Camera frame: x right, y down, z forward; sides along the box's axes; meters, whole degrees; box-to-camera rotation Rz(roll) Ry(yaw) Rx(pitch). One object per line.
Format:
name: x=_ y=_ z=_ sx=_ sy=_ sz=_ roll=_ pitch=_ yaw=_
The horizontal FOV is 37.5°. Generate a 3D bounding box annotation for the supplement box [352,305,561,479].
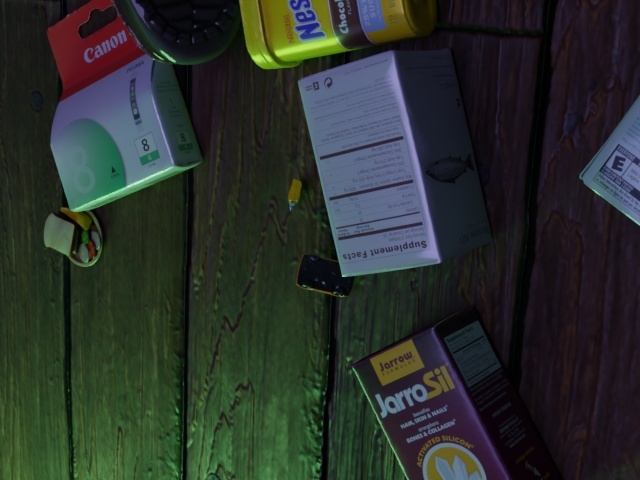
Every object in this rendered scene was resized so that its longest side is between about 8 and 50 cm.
supplement box: x=0.125 y=0.170 z=0.858 sx=0.104 sy=0.081 sz=0.188 roll=-32 pitch=81 yaw=36

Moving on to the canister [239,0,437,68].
canister: x=0.014 y=-0.230 z=0.854 sx=0.170 sy=0.073 sz=0.126 roll=-4 pitch=99 yaw=34

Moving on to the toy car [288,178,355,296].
toy car: x=0.000 y=0.000 z=0.949 sx=0.040 sy=0.060 sz=0.122 roll=120 pitch=145 yaw=-76

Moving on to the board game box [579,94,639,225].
board game box: x=0.357 y=-0.101 z=0.628 sx=0.224 sy=0.097 sz=0.303 roll=42 pitch=122 yaw=19

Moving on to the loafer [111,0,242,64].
loafer: x=-0.181 y=-0.327 z=0.955 sx=0.366 sy=0.133 sz=0.130 roll=69 pitch=154 yaw=14

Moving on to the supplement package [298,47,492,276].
supplement package: x=0.067 y=-0.069 z=0.831 sx=0.105 sy=0.105 sz=0.179 roll=-11 pitch=94 yaw=36

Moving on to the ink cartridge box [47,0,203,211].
ink cartridge box: x=-0.241 y=-0.163 z=1.061 sx=0.181 sy=0.056 sz=0.225 roll=-18 pitch=91 yaw=36

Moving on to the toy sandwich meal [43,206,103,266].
toy sandwich meal: x=-0.301 y=-0.006 z=1.150 sx=0.085 sy=0.029 sz=0.086 roll=8 pitch=105 yaw=34
